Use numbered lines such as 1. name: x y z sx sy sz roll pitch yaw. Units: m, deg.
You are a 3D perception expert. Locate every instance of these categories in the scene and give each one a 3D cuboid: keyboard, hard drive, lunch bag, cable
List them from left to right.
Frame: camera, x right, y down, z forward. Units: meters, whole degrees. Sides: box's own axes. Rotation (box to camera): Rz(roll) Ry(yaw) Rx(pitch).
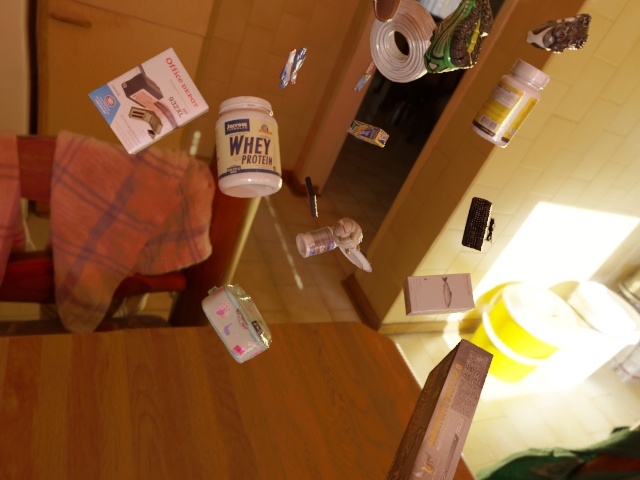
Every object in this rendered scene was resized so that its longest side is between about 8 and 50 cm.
1. lunch bag: -0.237 0.229 1.344 0.224 0.107 0.279 59 -6 5
2. hard drive: -0.035 -0.163 1.744 0.022 0.135 0.094 -12 60 -4
3. cable: 0.277 -0.671 1.572 0.089 0.257 0.257 -37 23 -27
4. keyboard: 0.547 -0.059 1.571 0.100 0.038 0.192 17 73 4

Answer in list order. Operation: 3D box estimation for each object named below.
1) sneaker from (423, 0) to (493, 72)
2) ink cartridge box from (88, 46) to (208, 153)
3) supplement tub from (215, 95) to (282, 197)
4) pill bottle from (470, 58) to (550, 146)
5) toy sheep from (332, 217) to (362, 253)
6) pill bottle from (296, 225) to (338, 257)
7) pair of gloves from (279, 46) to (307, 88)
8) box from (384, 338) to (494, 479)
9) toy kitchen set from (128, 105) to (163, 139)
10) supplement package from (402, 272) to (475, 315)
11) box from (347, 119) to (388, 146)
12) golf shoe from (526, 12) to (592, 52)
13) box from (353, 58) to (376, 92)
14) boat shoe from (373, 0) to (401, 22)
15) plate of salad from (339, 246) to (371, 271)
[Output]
1. sneaker: 0.381 -0.598 1.293 0.146 0.134 0.344 1 49 42
2. ink cartridge box: -0.564 -0.462 1.552 0.223 0.307 0.129 59 -7 -17
3. supplement tub: -0.269 -0.341 1.727 0.235 0.235 0.325 0 80 -34
4. pill bottle: 0.515 -0.372 1.259 0.119 0.209 0.119 23 28 -13
5. toy sheep: 0.075 -0.018 1.305 0.091 0.132 0.091 -8 54 11
6. pill bottle: 0.000 0.000 1.446 0.137 0.078 0.078 -16 48 -25
7. pair of gloves: -0.110 -0.695 1.860 0.023 0.159 0.198 27 34 6
8. box: 0.177 0.288 0.715 0.056 0.183 0.231 26 60 11
9. toy kitchen set: -0.537 -0.351 1.413 0.075 0.068 0.083 1 41 -46
10. supplement package: 0.336 0.157 1.331 0.179 0.105 0.105 -4 74 1
11. box: 0.186 -0.422 1.821 0.059 0.054 0.169 26 7 -44
12. golf shoe: 0.542 -0.473 1.050 0.198 0.077 0.094 -22 35 -38
13. box: 0.182 -0.661 1.845 0.027 0.094 0.137 35 48 -11
14. boat shoe: 0.136 -0.522 0.909 0.064 0.178 0.060 20 38 11
15. plate of salad: 0.131 0.042 1.777 0.048 0.200 0.200 -42 64 -10
